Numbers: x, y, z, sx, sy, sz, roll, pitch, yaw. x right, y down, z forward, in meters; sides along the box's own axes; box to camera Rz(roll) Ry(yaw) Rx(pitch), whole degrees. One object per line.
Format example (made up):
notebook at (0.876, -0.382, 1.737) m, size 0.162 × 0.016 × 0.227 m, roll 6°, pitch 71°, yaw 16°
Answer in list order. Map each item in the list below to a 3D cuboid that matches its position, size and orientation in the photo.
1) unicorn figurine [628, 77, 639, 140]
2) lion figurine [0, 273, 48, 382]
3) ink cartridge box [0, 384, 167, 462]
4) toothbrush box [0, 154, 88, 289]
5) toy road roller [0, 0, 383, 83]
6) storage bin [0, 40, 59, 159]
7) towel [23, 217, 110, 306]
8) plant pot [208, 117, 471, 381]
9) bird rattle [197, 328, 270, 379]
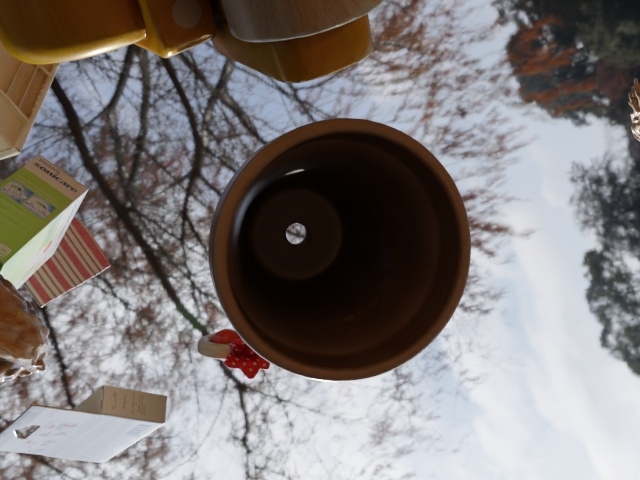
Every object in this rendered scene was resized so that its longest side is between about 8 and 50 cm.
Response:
unicorn figurine at (0.331, -0.070, 0.649) m, size 0.111 × 0.060 × 0.161 m, roll 78°, pitch 177°, yaw -51°
lion figurine at (-0.545, 0.055, 0.973) m, size 0.142 × 0.392 × 0.240 m, roll -57°, pitch -29°, yaw -16°
ink cartridge box at (-0.451, 0.335, 1.339) m, size 0.239 × 0.275 × 0.060 m, roll 20°, pitch -129°, yaw -32°
toothbrush box at (-0.579, 0.001, 1.342) m, size 0.122 × 0.206 × 0.283 m, roll 35°, pitch -148°, yaw -8°
toy road roller at (-0.130, -0.224, 0.547) m, size 0.241 × 0.329 × 0.202 m, roll -29°, pitch -55°, yaw -20°
storage bin at (-0.591, -0.237, 1.188) m, size 0.123 × 0.262 × 0.260 m, roll 57°, pitch -153°, yaw -43°
towel at (-0.605, 0.049, 1.694) m, size 0.197 × 0.029 × 0.144 m, roll -35°, pitch -88°, yaw -35°
plant pot at (0.000, 0.000, 0.810) m, size 0.263 × 0.263 × 0.229 m, roll 67°, pitch 169°, yaw -12°
bird rattle at (-0.205, 0.270, 1.812) m, size 0.253 × 0.207 × 0.143 m, roll -46°, pitch -47°, yaw -70°
